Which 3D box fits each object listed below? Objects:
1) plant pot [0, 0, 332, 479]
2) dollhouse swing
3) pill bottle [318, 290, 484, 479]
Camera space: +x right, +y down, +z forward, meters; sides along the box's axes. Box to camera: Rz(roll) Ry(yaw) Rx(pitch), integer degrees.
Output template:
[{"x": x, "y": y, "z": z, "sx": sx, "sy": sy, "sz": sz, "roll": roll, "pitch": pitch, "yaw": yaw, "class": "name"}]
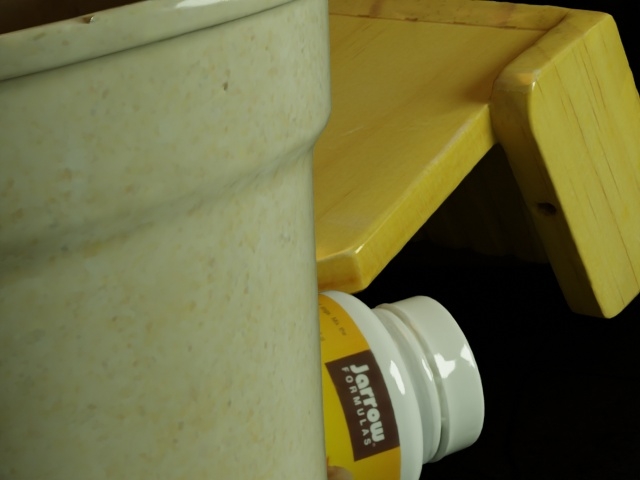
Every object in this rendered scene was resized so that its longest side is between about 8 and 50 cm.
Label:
[{"x": -0.127, "y": 0.072, "z": 0.660, "sx": 0.334, "sy": 0.305, "sz": 0.334, "roll": -10, "pitch": 12, "yaw": 2, "class": "plant pot"}, {"x": 0.000, "y": 0.000, "z": 1.207, "sx": 0.347, "sy": 0.315, "sz": 0.305, "roll": 9, "pitch": 54, "yaw": 33, "class": "dollhouse swing"}, {"x": -0.031, "y": 0.095, "z": 0.911, "sx": 0.215, "sy": 0.117, "sz": 0.117, "roll": -17, "pitch": 14, "yaw": -23, "class": "pill bottle"}]
